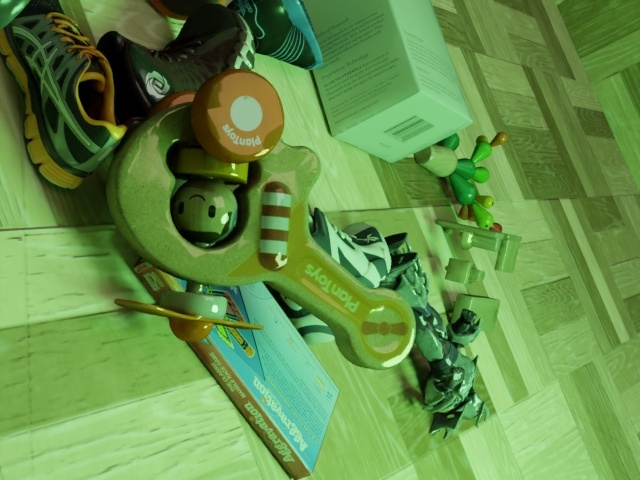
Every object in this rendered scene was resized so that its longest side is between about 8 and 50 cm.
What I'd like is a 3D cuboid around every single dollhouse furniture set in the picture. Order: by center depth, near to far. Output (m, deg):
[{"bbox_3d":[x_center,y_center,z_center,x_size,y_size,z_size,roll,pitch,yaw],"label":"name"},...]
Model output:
[{"bbox_3d":[0.208,0.050,1.810,0.144,0.123,0.151,9,94,-60],"label":"dollhouse furniture set"}]

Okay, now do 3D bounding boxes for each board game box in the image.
[{"bbox_3d":[-0.078,0.097,1.220,0.281,0.027,0.145,56,26,-18],"label":"board game box"}]

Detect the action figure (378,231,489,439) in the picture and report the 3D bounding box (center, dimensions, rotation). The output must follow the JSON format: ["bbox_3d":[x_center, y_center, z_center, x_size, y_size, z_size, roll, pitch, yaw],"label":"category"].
[{"bbox_3d":[0.150,0.132,1.547,0.285,0.099,0.185,58,21,-20],"label":"action figure"}]

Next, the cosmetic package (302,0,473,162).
[{"bbox_3d":[0.074,-0.322,1.742,0.197,0.155,0.365,17,51,-58],"label":"cosmetic package"}]

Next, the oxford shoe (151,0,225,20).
[{"bbox_3d":[-0.162,-0.424,1.294,0.363,0.130,0.132,96,-11,-45],"label":"oxford shoe"}]

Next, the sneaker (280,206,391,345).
[{"bbox_3d":[0.000,0.000,1.376,0.153,0.094,0.235,65,34,-20],"label":"sneaker"}]

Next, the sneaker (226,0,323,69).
[{"bbox_3d":[-0.057,-0.275,1.550,0.232,0.090,0.081,55,16,-73],"label":"sneaker"}]

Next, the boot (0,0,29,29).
[{"bbox_3d":[-0.402,-0.390,0.899,0.445,0.146,0.367,43,24,-43],"label":"boot"}]

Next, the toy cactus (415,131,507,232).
[{"bbox_3d":[0.230,-0.120,1.941,0.180,0.112,0.219,14,63,-47],"label":"toy cactus"}]

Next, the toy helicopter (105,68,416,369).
[{"bbox_3d":[-0.051,0.023,1.123,0.355,0.140,0.235,39,67,-23],"label":"toy helicopter"}]

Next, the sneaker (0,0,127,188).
[{"bbox_3d":[-0.232,-0.157,1.092,0.084,0.083,0.215,5,61,-59],"label":"sneaker"}]

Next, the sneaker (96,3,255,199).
[{"bbox_3d":[-0.159,-0.187,1.239,0.162,0.106,0.281,41,35,-35],"label":"sneaker"}]
